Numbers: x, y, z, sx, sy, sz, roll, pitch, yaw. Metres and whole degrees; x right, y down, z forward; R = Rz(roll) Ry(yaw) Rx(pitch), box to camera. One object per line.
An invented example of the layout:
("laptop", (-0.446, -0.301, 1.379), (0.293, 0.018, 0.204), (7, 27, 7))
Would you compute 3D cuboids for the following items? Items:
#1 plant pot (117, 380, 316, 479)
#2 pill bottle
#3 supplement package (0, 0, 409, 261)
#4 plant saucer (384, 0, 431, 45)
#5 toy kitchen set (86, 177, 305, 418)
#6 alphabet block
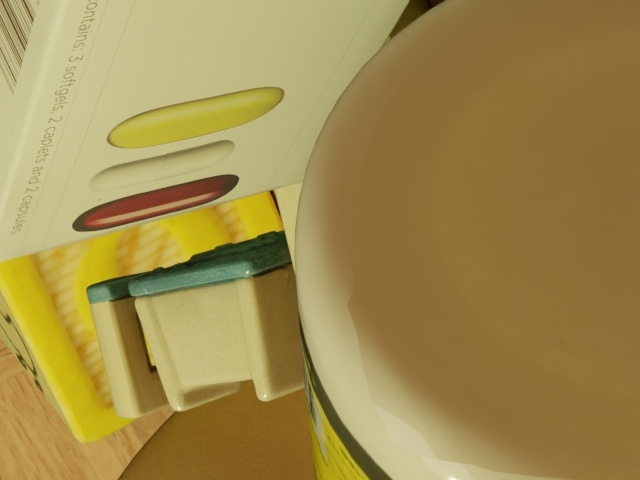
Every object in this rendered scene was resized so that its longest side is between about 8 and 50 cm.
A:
("plant pot", (-0.031, 0.203, 1.125), (0.284, 0.284, 0.191), (95, 178, -64))
("pill bottle", (0.092, 0.078, 0.569), (0.188, 0.188, 0.334), (52, 163, 28))
("supplement package", (-0.068, -0.151, 0.580), (0.204, 0.145, 0.262), (63, 151, 19))
("plant saucer", (0.007, -0.093, 0.814), (0.241, 0.037, 0.241), (52, 162, 25))
("toy kitchen set", (0.000, 0.000, 0.800), (0.207, 0.166, 0.122), (-11, 93, 41))
("alphabet block", (-0.151, -0.013, 1.171), (0.197, 0.193, 0.192), (38, 155, 54))
